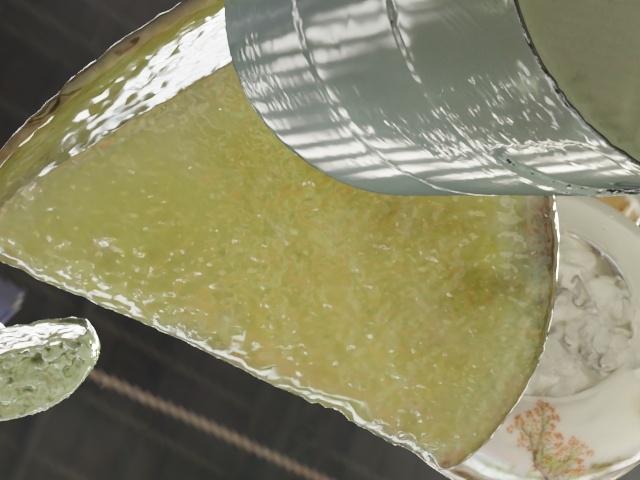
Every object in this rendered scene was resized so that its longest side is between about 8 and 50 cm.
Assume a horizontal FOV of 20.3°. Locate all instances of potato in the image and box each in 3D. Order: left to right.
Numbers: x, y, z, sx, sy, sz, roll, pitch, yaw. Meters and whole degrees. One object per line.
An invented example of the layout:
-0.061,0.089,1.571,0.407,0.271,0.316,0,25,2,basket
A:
0.000,0.000,0.896,0.255,0.269,0.112,55,-166,-26,potato

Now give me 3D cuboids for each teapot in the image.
0.140,0.057,1.101,0.298,0.139,0.204,6,-118,2,teapot

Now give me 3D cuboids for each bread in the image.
-0.288,0.111,1.442,0.172,0.232,0.064,-27,-71,-51,bread

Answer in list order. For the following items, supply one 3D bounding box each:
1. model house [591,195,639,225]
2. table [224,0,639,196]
0.294,-0.104,1.329,0.271,0.190,0.301,42,-105,-24,model house
0.061,-0.075,0.504,0.126,0.220,0.126,0,-88,-18,table
